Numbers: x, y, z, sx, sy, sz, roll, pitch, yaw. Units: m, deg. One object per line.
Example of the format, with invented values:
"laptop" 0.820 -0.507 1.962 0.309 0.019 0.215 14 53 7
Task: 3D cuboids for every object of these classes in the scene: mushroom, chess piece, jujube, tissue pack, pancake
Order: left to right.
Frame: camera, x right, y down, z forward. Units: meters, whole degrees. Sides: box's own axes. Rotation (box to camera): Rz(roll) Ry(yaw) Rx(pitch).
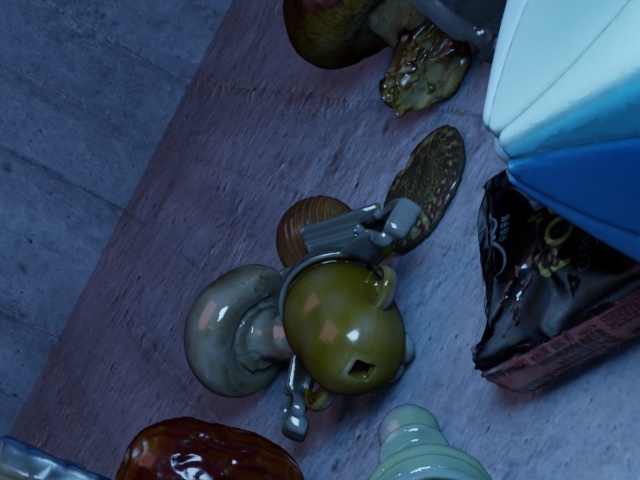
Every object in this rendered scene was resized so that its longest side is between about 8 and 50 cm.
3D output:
"jujube" -0.138 0.321 1.530 0.174 0.250 0.174 -55 20 32
"mushroom" -0.094 0.140 1.790 0.206 0.209 0.206 12 -90 -86
"mushroom" 0.130 -0.385 1.857 0.331 0.356 0.334 -61 -17 10
"chess piece" 0.103 0.242 1.274 0.139 0.139 0.272 -58 9 11
"pancake" 0.141 -0.072 1.673 0.199 0.021 0.199 -49 24 32
"tissue pack" 0.275 -0.011 1.145 0.332 0.123 0.245 -38 29 47

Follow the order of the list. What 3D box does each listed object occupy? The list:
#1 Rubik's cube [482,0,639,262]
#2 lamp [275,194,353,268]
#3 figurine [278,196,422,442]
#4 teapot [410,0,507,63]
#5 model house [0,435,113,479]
"Rubik's cube" 0.359 -0.166 0.820 0.351 0.352 0.347 -31 37 58
"lamp" 0.000 0.000 1.759 0.136 0.136 0.136 -49 25 32
"figurine" 0.029 0.093 1.529 0.285 0.167 0.342 -103 15 -68
"teapot" 0.274 -0.372 1.428 0.362 0.305 0.376 -48 53 53
"model house" -0.340 0.525 1.679 0.400 0.395 0.445 -72 1 -64
